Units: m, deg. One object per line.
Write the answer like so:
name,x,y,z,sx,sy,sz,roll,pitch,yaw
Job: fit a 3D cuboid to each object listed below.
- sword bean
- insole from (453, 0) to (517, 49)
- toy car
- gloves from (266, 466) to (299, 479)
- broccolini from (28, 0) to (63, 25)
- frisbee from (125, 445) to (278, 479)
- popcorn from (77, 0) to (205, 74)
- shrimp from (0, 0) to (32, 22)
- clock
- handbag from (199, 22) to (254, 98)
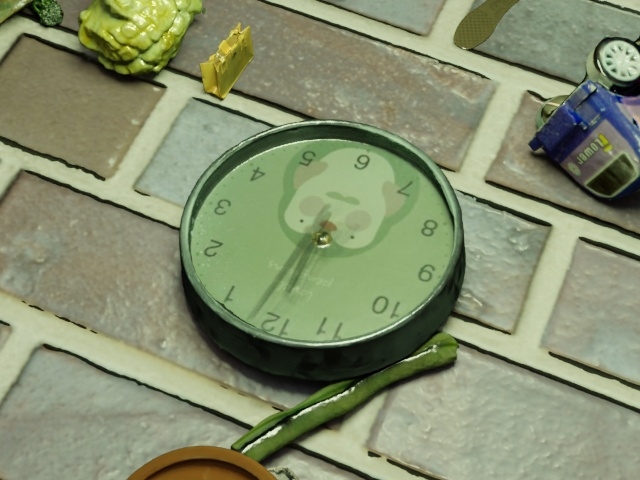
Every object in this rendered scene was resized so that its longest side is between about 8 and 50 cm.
sword bean,0.027,0.163,1.134,0.269,0.038,0.043,-25,57,-16
insole,0.218,-0.293,1.425,0.045,0.002,0.135,36,65,18
toy car,0.371,-0.157,1.265,0.235,0.172,0.158,-37,82,-23
gloves,-0.020,0.276,1.031,0.144,0.110,0.094,36,108,16
broccolini,-0.381,-0.328,1.423,0.030,0.035,0.140,-34,64,-23
frisbee,-0.116,0.313,0.993,0.250,0.021,0.251,-10,67,25
popcorn,-0.228,-0.272,1.348,0.141,0.162,0.136,-3,93,23
shrimp,-0.418,-0.324,1.395,0.217,0.051,0.115,-43,54,-2
clock,0.001,0.001,1.196,0.319,0.066,0.319,-2,55,2
handbag,-0.114,-0.221,1.346,0.027,0.061,0.083,25,63,16
